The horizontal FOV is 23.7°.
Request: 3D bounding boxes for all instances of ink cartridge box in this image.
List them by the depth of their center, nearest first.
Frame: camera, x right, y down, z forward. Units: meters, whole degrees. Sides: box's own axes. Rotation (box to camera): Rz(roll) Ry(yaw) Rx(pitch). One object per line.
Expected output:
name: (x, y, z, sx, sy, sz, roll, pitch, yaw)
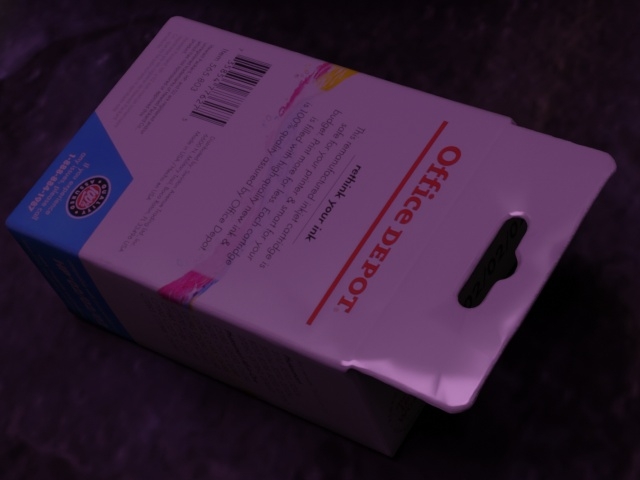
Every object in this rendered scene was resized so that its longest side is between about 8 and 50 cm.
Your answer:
ink cartridge box: (0.000, 0.000, 0.511, 0.181, 0.061, 0.104, 21, 64, 30)
